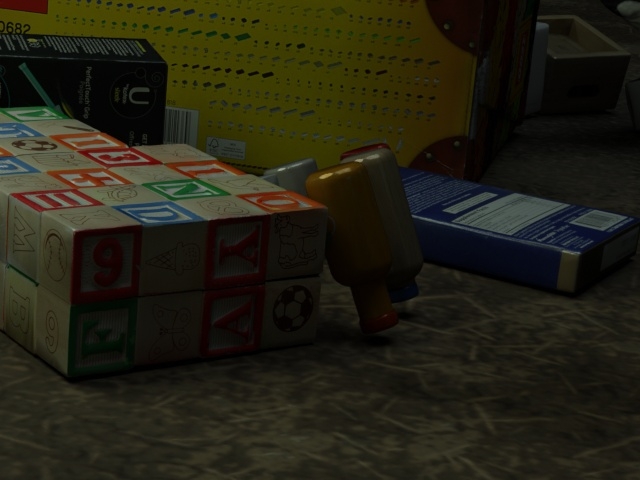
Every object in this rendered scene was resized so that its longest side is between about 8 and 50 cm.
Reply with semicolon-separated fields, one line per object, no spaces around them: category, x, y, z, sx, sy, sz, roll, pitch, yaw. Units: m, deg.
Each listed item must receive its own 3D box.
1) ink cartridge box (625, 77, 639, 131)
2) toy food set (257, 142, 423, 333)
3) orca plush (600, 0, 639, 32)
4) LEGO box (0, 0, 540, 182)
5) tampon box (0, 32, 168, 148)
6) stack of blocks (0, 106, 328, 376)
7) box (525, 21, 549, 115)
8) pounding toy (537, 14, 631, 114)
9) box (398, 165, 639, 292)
ink cartridge box;0.527;-0.186;1.644;0.370;0.069;0.175;-8;6;35
toy food set;0.000;0.000;1.054;0.111;0.105;0.232;-19;7;-29
orca plush;0.326;-0.286;1.582;0.287;0.102;0.151;34;23;-21
LEGO box;-0.064;-0.197;1.477;0.500;0.193;0.372;9;17;12
tampon box;-0.207;-0.093;1.202;0.161;0.120;0.101;1;17;-16
stack of blocks;-0.151;-0.012;0.999;0.171;0.087;0.297;-6;20;-36
box;0.184;-0.188;1.689;0.087;0.102;0.101;15;22;35
pounding toy;0.251;-0.193;1.781;0.141;0.100;0.130;-7;34;-29
box;0.115;-0.014;1.183;0.225;0.037;0.136;15;18;27
